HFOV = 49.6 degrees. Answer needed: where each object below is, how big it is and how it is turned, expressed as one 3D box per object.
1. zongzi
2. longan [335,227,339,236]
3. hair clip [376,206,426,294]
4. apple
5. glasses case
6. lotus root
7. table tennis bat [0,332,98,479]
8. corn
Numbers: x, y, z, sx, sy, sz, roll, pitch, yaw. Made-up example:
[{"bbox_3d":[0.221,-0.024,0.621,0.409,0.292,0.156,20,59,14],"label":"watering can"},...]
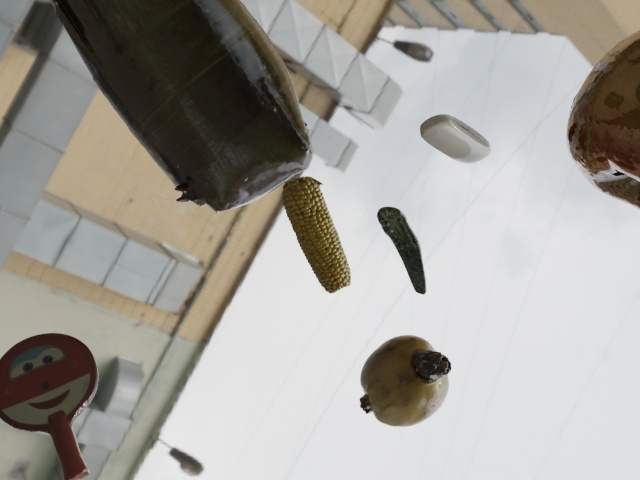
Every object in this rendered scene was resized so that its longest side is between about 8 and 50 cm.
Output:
[{"bbox_3d":[-0.176,-0.269,0.940,0.207,0.403,0.432,-32,-163,13],"label":"zongzi"},{"bbox_3d":[0.000,0.000,1.908,0.106,0.106,0.119,-28,-153,37],"label":"longan"},{"bbox_3d":[0.187,0.019,1.517,0.066,0.229,0.036,-14,-156,28],"label":"hair clip"},{"bbox_3d":[0.571,-0.200,1.087,0.338,0.338,0.305,28,-91,54],"label":"apple"},{"bbox_3d":[0.282,-0.208,1.435,0.074,0.193,0.049,-25,-121,39],"label":"glasses case"},{"bbox_3d":[0.185,0.286,1.445,0.310,0.182,0.183,119,-19,-60],"label":"lotus root"},{"bbox_3d":[-0.251,0.154,0.651,0.155,0.098,0.019,58,-24,28],"label":"table tennis bat"},{"bbox_3d":[-0.007,-0.013,1.487,0.091,0.091,0.260,-25,-93,57],"label":"corn"}]
